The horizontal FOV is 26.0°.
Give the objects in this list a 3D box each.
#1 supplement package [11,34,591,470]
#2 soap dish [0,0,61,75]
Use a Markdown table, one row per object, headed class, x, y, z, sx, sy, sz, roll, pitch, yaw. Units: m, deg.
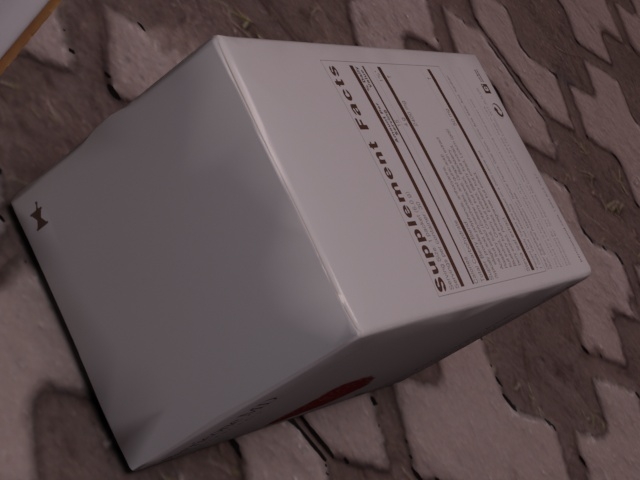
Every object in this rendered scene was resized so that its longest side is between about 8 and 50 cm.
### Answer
| class | x | y | z | sx | sy | sz | roll | pitch | yaw |
| --- | --- | --- | --- | --- | --- | --- | --- | --- | --- |
| supplement package | 0.000 | 0.000 | 0.836 | 0.293 | 0.177 | 0.175 | -9 | 69 | -56 |
| soap dish | -0.211 | -0.184 | 0.632 | 0.229 | 0.291 | 0.118 | 33 | 19 | -33 |
